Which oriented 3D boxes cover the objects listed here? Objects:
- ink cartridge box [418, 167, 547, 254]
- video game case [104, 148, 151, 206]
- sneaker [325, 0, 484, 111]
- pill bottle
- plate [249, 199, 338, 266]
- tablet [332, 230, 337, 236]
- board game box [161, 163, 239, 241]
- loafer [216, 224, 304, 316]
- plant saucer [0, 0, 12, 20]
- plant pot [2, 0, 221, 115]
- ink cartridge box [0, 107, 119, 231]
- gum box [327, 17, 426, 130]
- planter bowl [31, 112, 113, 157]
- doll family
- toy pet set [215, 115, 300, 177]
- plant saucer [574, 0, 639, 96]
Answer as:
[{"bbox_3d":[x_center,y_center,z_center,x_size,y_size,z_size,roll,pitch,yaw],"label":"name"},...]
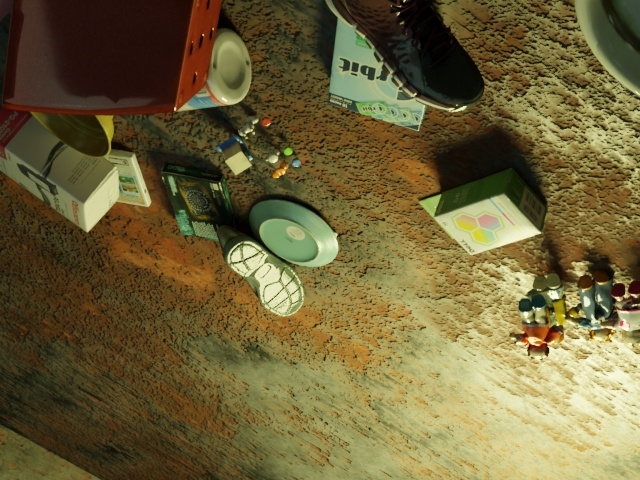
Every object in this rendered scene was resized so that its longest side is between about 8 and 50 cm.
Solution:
[{"bbox_3d":[0.268,-0.040,1.793,0.209,0.062,0.109,-19,127,44],"label":"ink cartridge box"},{"bbox_3d":[-0.425,-0.131,2.093,0.157,0.019,0.143,10,142,16],"label":"video game case"},{"bbox_3d":[0.126,-0.299,1.436,0.281,0.106,0.162,40,161,0],"label":"sneaker"},{"bbox_3d":[-0.234,-0.273,1.722,0.222,0.124,0.124,-1,137,31],"label":"pill bottle"},{"bbox_3d":[-0.057,-0.006,2.038,0.188,0.024,0.188,18,144,14],"label":"plate"},{"bbox_3d":[0.000,0.000,2.038,0.054,0.006,0.083,22,144,3],"label":"tablet"},{"bbox_3d":[-0.232,-0.069,2.060,0.126,0.026,0.186,11,143,17],"label":"board game box"},{"bbox_3d":[-0.118,0.055,2.113,0.084,0.096,0.267,50,179,43],"label":"loafer"},{"bbox_3d":[-0.520,-0.468,1.492,0.332,0.084,0.332,8,102,44],"label":"plant saucer"},{"bbox_3d":[-0.280,-0.316,1.514,0.236,0.267,0.267,15,113,2],"label":"plant pot"},{"bbox_3d":[-0.505,-0.140,1.991,0.237,0.100,0.172,35,160,2],"label":"ink cartridge box"},{"bbox_3d":[0.096,-0.265,1.620,0.157,0.041,0.184,18,144,7],"label":"gum box"},{"bbox_3d":[-0.413,-0.248,1.779,0.217,0.090,0.217,30,153,17],"label":"planter bowl"},{"bbox_3d":[0.466,0.130,1.883,0.263,0.118,0.163,-9,130,11],"label":"doll family"},{"bbox_3d":[-0.117,-0.165,1.868,0.114,0.065,0.122,-30,130,7],"label":"toy pet set"},{"bbox_3d":[0.516,-0.318,1.274,0.401,0.100,0.400,15,144,11],"label":"plant saucer"}]
